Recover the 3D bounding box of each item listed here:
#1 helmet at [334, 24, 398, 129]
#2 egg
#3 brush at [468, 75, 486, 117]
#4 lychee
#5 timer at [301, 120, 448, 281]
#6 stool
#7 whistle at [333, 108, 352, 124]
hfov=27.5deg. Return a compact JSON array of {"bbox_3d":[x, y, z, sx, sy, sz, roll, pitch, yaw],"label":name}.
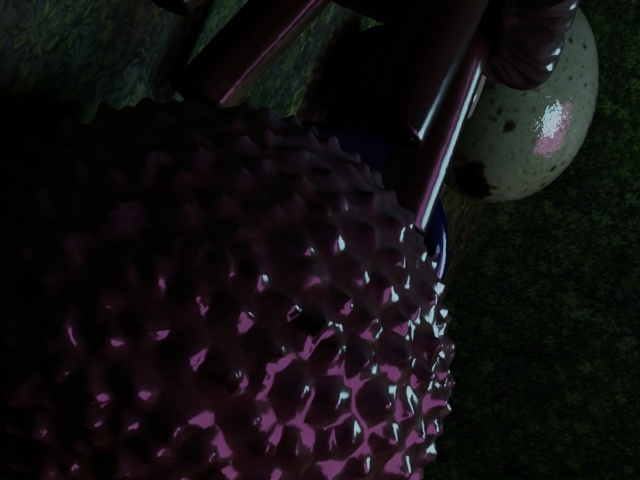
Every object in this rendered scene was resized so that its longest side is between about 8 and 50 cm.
[{"bbox_3d":[0.071,-0.204,1.672,0.175,0.106,0.155,-66,165,12],"label":"helmet"},{"bbox_3d":[0.316,-0.248,2.185,0.287,0.288,0.379,11,92,-77],"label":"egg"},{"bbox_3d":[0.199,-0.312,1.890,0.166,0.174,0.266,-57,-169,40],"label":"brush"},{"bbox_3d":[-0.094,0.075,0.995,0.432,0.380,0.380,14,103,-57],"label":"lychee"},{"bbox_3d":[0.000,0.000,1.585,0.270,0.270,0.383,-63,-178,1],"label":"timer"},{"bbox_3d":[0.030,-0.187,1.102,0.226,0.310,0.310,-55,167,-11],"label":"stool"},{"bbox_3d":[0.082,-0.116,1.758,0.123,0.123,0.223,98,-12,-57],"label":"whistle"}]
